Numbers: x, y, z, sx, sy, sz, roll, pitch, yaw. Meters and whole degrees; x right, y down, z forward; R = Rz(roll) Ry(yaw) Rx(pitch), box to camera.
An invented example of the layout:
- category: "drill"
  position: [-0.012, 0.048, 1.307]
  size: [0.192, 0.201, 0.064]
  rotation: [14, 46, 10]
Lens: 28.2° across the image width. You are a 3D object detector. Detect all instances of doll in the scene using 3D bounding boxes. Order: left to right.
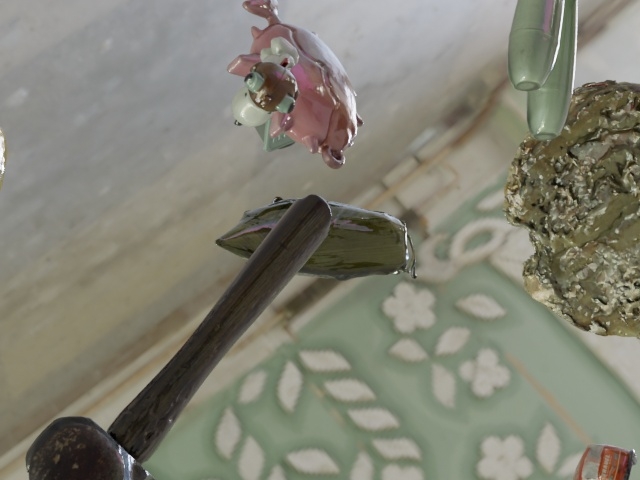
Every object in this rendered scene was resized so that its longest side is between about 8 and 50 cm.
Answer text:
- category: "doll"
  position: [-0.033, -0.114, 0.897]
  size: [0.058, 0.040, 0.085]
  rotation: [-33, -159, 49]
- category: "doll"
  position: [-0.027, -0.207, 1.629]
  size: [0.093, 0.262, 0.211]
  rotation: [-37, 166, 34]

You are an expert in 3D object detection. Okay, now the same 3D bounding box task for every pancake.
- category: "pancake"
  position: [0.431, -0.041, 1.759]
  size: [0.382, 0.382, 0.071]
  rotation: [-46, 175, 22]

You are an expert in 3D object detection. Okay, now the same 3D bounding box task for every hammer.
- category: "hammer"
  position: [-0.128, 0.118, 1.256]
  size: [0.409, 0.095, 0.242]
  rotation: [-53, 168, -13]

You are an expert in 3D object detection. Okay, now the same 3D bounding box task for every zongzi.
- category: "zongzi"
  position: [0.002, 0.002, 1.493]
  size: [0.204, 0.205, 0.094]
  rotation: [-5, 103, -73]

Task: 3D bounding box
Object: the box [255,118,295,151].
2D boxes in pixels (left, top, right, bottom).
- category: "box"
  position: [-0.060, -0.198, 1.886]
  size: [0.084, 0.069, 0.122]
  rotation: [-24, 153, -22]

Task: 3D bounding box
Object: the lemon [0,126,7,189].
- category: "lemon"
  position: [-0.679, -0.081, 1.977]
  size: [0.364, 0.364, 0.364]
  rotation: [-38, 166, -11]

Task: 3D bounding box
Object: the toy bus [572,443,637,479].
- category: "toy bus"
  position: [0.405, 0.349, 1.840]
  size: [0.174, 0.077, 0.079]
  rotation: [83, 26, -62]

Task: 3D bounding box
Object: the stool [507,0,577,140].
- category: "stool"
  position: [0.280, -0.220, 1.252]
  size: [0.195, 0.198, 0.195]
  rotation: [-1, 162, 17]
